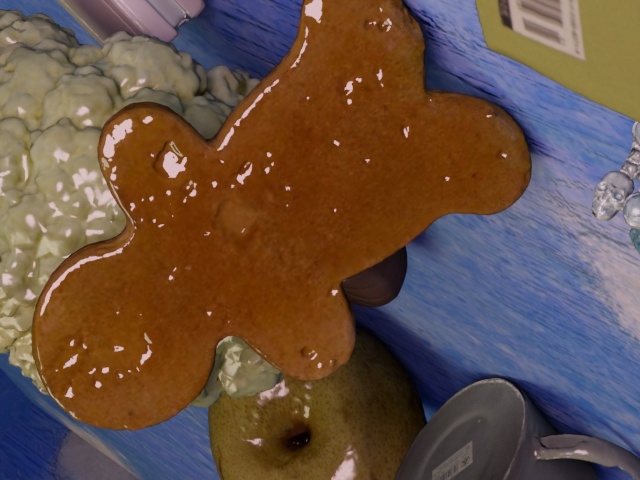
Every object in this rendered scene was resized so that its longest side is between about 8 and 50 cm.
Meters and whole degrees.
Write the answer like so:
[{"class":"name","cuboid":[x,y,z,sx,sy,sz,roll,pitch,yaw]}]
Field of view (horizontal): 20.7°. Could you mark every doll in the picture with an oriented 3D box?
[{"class":"doll","cuboid":[0.007,0.006,1.302,0.145,0.096,0.188,39,176,33]}]

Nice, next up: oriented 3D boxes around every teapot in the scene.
[{"class":"teapot","cuboid":[0.166,0.215,1.417,0.149,0.162,0.239,37,137,-21]}]

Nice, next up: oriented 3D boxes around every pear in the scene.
[{"class":"pear","cuboid":[0.003,0.178,1.563,0.228,0.188,0.211,67,-166,17]}]

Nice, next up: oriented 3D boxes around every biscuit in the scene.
[{"class":"biscuit","cuboid":[-0.039,-0.011,0.999,0.197,0.301,0.049,48,179,-13]}]

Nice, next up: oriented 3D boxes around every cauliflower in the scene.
[{"class":"cauliflower","cuboid":[-0.133,-0.022,1.152,0.327,0.260,0.281,50,180,5]}]

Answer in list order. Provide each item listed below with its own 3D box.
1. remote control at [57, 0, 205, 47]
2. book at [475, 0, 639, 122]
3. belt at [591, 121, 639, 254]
[{"class":"remote control","cuboid":[-0.199,-0.238,1.176,0.277,0.055,0.103,46,163,-15]},{"class":"book","cuboid":[0.186,-0.098,0.623,0.352,0.035,0.239,29,148,34]},{"class":"belt","cuboid":[0.230,0.011,0.860,0.179,0.065,0.100,27,168,34]}]
